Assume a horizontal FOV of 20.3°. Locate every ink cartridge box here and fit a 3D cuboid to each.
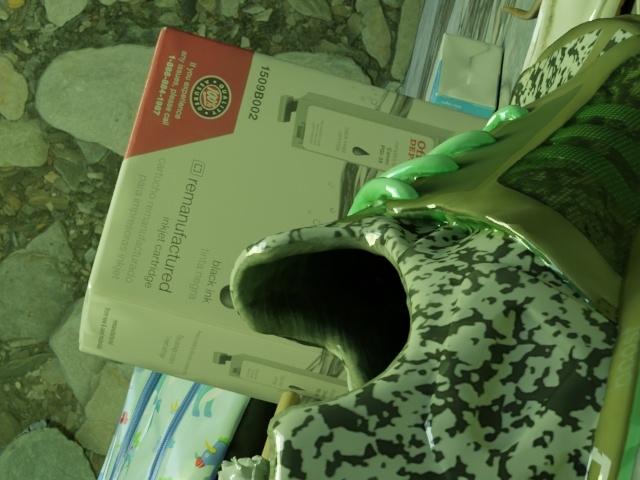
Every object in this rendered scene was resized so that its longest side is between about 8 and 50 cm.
[{"bbox_3d":[0.122,-0.095,1.720,0.104,0.060,0.180,-79,3,-49],"label":"ink cartridge box"},{"bbox_3d":[0.000,0.000,1.204,0.117,0.283,0.207,115,169,-65],"label":"ink cartridge box"}]

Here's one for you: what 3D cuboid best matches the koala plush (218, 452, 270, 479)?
[{"bbox_3d":[0.025,0.195,0.655,0.203,0.196,0.221,125,163,-53],"label":"koala plush"}]

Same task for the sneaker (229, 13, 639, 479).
[{"bbox_3d":[0.063,0.003,0.672,0.410,0.182,0.158,-79,2,-65],"label":"sneaker"}]

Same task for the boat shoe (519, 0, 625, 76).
[{"bbox_3d":[0.149,-0.215,1.052,0.098,0.096,0.277,-81,5,-69],"label":"boat shoe"}]

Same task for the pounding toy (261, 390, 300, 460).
[{"bbox_3d":[0.033,0.190,1.174,0.269,0.154,0.155,-10,-66,-71],"label":"pounding toy"}]

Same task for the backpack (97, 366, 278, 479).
[{"bbox_3d":[-0.047,0.205,1.407,0.273,0.290,0.356,32,100,53],"label":"backpack"}]

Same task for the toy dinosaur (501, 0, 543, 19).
[{"bbox_3d":[0.167,-0.186,1.191,0.112,0.064,0.211,-53,-6,-43],"label":"toy dinosaur"}]
